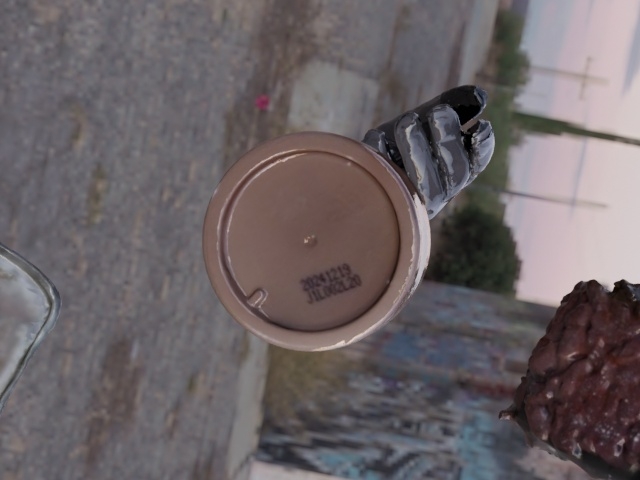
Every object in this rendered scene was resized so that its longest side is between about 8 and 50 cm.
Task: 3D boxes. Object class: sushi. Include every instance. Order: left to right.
[{"bbox_3d":[0.313,0.168,1.300,0.171,0.270,0.236,-56,150,-5],"label":"sushi"}]

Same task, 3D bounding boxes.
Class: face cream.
[{"bbox_3d":[0.000,0.000,0.986,0.104,0.149,0.149,-3,104,-81],"label":"face cream"}]

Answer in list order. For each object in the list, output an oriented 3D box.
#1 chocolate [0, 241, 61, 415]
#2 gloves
[{"bbox_3d":[-0.265,0.102,0.794,0.254,0.157,0.080,-65,-168,-12],"label":"chocolate"},{"bbox_3d":[0.077,-0.075,1.359,0.142,0.119,0.285,-62,-165,-22],"label":"gloves"}]
